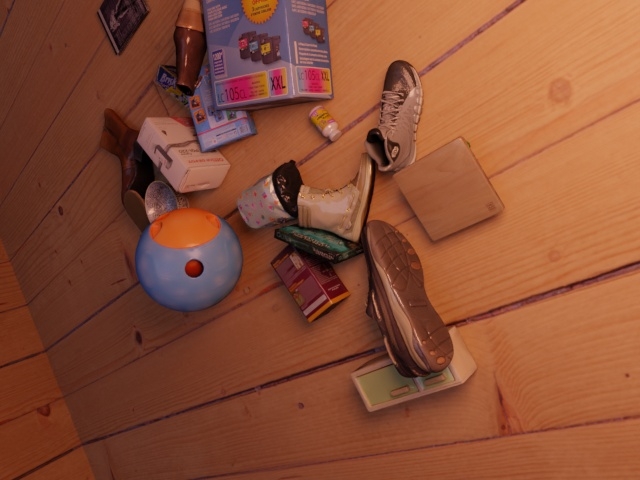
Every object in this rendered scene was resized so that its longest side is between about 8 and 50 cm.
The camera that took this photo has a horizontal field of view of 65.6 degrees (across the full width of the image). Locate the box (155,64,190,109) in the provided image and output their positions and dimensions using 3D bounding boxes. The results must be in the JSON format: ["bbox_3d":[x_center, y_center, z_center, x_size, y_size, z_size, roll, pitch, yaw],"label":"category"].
[{"bbox_3d":[-0.401,-0.441,1.428,0.169,0.054,0.059,40,123,23],"label":"box"}]

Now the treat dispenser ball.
[{"bbox_3d":[-0.359,0.052,1.370,0.288,0.288,0.288,11,108,36],"label":"treat dispenser ball"}]

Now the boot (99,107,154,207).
[{"bbox_3d":[-0.672,-0.270,1.662,0.280,0.096,0.264,33,120,29],"label":"boot"}]

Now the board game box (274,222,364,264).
[{"bbox_3d":[0.000,0.000,1.178,0.186,0.126,0.026,22,115,32],"label":"board game box"}]

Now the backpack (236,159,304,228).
[{"bbox_3d":[-0.121,-0.104,1.255,0.182,0.115,0.152,-20,91,43],"label":"backpack"}]

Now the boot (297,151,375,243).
[{"bbox_3d":[0.034,-0.109,1.124,0.165,0.077,0.213,15,116,11],"label":"boot"}]

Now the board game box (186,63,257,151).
[{"bbox_3d":[-0.271,-0.361,1.323,0.160,0.039,0.211,-15,93,19],"label":"board game box"}]

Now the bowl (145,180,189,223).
[{"bbox_3d":[-0.463,-0.106,1.547,0.170,0.080,0.170,11,108,37],"label":"bowl"}]

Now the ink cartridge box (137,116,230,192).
[{"bbox_3d":[-0.383,-0.245,1.397,0.218,0.158,0.092,50,126,17],"label":"ink cartridge box"}]

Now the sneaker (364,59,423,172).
[{"bbox_3d":[0.142,-0.246,0.996,0.086,0.132,0.228,6,105,37],"label":"sneaker"}]

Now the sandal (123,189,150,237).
[{"bbox_3d":[-0.573,-0.082,1.650,0.088,0.079,0.240,6,128,21],"label":"sandal"}]

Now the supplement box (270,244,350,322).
[{"bbox_3d":[-0.027,0.095,1.253,0.104,0.081,0.188,-44,74,37],"label":"supplement box"}]

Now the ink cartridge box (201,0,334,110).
[{"bbox_3d":[-0.130,-0.511,1.137,0.270,0.151,0.395,4,102,38],"label":"ink cartridge box"}]

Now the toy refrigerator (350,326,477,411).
[{"bbox_3d":[0.200,0.295,1.116,0.269,0.094,0.102,-33,80,38],"label":"toy refrigerator"}]

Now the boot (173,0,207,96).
[{"bbox_3d":[-0.327,-0.468,1.249,0.090,0.248,0.207,8,97,-8],"label":"boot"}]

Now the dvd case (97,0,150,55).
[{"bbox_3d":[-0.618,-0.715,1.553,0.221,0.018,0.164,-30,84,39],"label":"dvd case"}]

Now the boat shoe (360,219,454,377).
[{"bbox_3d":[0.146,0.119,1.042,0.130,0.132,0.355,-43,50,38],"label":"boat shoe"}]

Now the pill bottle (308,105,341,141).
[{"bbox_3d":[0.012,-0.270,1.151,0.083,0.043,0.043,52,127,15],"label":"pill bottle"}]

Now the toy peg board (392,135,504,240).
[{"bbox_3d":[0.260,-0.109,0.988,0.161,0.079,0.160,-28,100,40],"label":"toy peg board"}]
